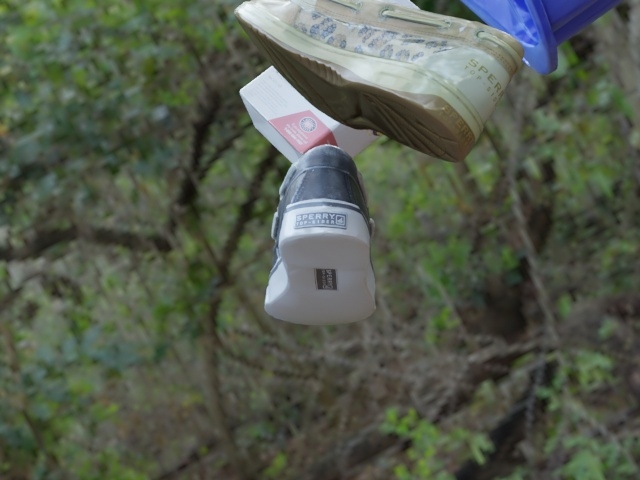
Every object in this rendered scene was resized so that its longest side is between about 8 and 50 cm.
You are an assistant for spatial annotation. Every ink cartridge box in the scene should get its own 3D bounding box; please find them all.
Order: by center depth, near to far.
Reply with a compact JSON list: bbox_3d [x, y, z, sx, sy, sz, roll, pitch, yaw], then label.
[{"bbox_3d":[0.032,-0.163,1.643,0.198,0.115,0.067,-38,-33,-9],"label":"ink cartridge box"}]

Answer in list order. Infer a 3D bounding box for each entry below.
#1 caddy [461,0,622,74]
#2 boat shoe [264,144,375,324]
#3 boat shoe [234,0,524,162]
[{"bbox_3d":[0.154,-0.315,1.439,0.179,0.341,0.241,-29,-7,0],"label":"caddy"},{"bbox_3d":[0.000,0.000,1.504,0.108,0.102,0.301,2,-21,2],"label":"boat shoe"},{"bbox_3d":[0.039,-0.139,1.193,0.089,0.104,0.285,-50,42,-8],"label":"boat shoe"}]
